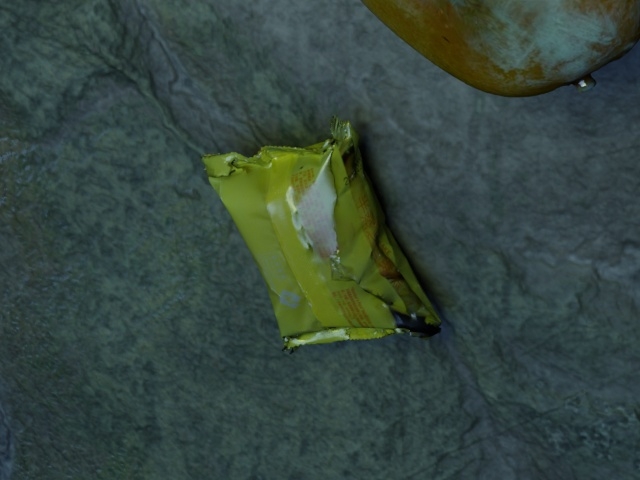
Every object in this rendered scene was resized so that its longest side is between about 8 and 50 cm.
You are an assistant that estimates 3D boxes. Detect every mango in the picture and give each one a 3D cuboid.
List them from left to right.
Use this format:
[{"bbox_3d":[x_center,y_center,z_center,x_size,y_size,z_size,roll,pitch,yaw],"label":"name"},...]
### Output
[{"bbox_3d":[0.092,-0.271,1.232,0.221,0.199,0.384,-34,87,46],"label":"mango"}]

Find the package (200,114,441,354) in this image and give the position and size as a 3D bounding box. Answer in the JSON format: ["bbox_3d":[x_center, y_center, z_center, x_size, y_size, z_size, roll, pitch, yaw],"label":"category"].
[{"bbox_3d":[0.000,0.000,1.510,0.168,0.090,0.226,-10,115,30],"label":"package"}]
